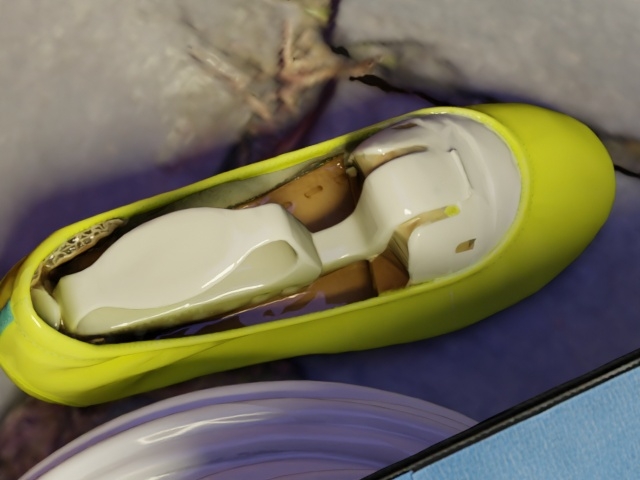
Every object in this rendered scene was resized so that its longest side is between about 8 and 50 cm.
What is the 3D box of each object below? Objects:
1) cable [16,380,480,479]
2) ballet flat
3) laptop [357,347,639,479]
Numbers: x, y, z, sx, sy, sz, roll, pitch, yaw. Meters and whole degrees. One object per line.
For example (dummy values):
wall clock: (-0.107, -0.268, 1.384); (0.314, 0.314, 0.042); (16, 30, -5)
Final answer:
cable: (-0.006, 0.169, 0.607); (0.257, 0.089, 0.257); (39, 73, 9)
ballet flat: (0.000, 0.000, 0.670); (0.231, 0.077, 0.077); (-17, 73, -11)
laptop: (0.236, 0.207, 0.492); (0.382, 0.236, 0.408); (-23, 41, -20)
